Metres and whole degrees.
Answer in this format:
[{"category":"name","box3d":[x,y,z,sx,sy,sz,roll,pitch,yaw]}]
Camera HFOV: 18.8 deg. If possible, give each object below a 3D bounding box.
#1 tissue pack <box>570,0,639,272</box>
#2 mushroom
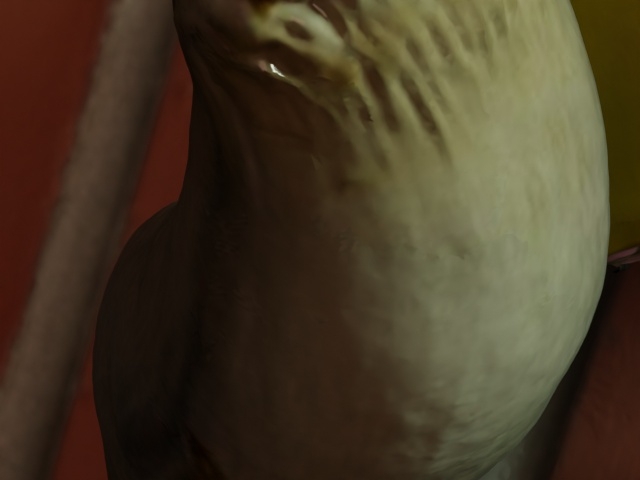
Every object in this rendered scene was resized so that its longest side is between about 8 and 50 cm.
[{"category":"tissue pack","box3d":[0.171,-0.115,0.568,0.270,0.134,0.192,-20,84,29]},{"category":"mushroom","box3d":[0.000,-0.001,0.562,0.397,0.126,0.177,117,132,-65]}]
